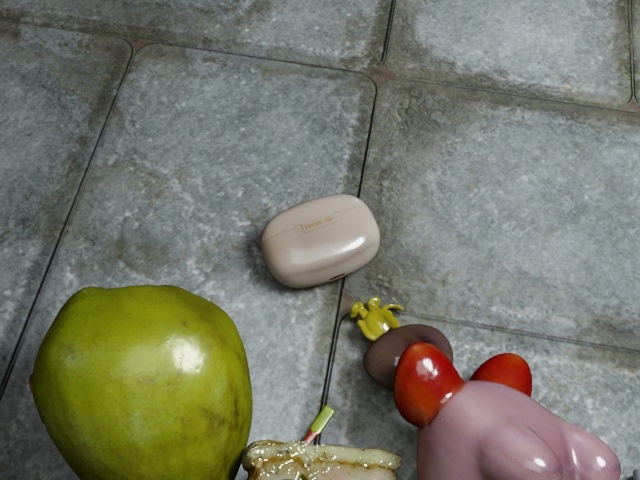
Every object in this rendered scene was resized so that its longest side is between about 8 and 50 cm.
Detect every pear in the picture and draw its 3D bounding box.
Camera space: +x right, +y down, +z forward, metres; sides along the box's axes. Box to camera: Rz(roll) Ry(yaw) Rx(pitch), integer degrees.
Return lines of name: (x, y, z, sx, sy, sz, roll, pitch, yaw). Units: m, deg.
pear: (-0.221, 0.229, 0.942, 0.287, 0.287, 0.375, -20, 85, -11)

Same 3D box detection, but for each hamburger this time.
hamburger: (-0.019, 0.345, 0.943, 0.262, 0.131, 0.124, 16, 60, -28)

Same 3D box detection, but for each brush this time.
brush: (-0.008, 0.290, 1.052, 0.019, 0.021, 0.083, 32, 61, 13)

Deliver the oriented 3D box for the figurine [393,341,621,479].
figurine: (0.232, 0.299, 0.953, 0.270, 0.211, 0.261, 11, 22, -37)

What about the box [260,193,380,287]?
box: (0.000, 0.000, 1.164, 0.200, 0.088, 0.146, -20, 64, -12)

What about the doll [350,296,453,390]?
doll: (0.130, 0.165, 1.089, 0.145, 0.096, 0.188, 3, 36, -16)

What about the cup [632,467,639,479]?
cup: (0.500, 0.390, 0.990, 0.104, 0.074, 0.116, 16, 56, -19)
